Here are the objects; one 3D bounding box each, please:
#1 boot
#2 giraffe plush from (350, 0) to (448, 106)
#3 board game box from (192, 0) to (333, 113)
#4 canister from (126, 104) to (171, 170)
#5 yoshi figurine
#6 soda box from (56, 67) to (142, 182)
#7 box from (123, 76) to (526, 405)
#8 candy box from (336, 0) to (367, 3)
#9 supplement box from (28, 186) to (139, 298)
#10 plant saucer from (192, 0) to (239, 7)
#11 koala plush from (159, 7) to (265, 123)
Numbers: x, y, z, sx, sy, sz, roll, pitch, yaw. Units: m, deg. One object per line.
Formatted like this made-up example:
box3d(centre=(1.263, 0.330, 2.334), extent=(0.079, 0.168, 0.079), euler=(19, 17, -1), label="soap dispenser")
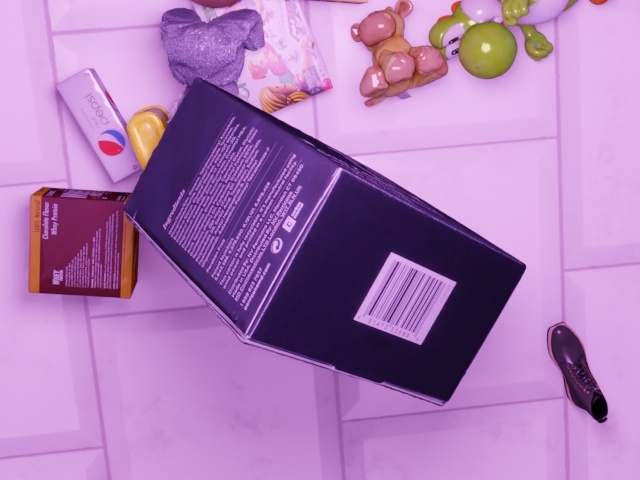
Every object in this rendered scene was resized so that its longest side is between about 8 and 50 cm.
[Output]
box3d(centre=(0.550, 0.276, 1.950), extent=(0.077, 0.137, 0.198), euler=(-26, 102, 0), label="boot")
box3d(centre=(0.135, -0.369, 1.773), extent=(0.181, 0.210, 0.170), euler=(-18, 86, -2), label="giraffe plush")
box3d(centre=(-0.120, -0.402, 1.796), extent=(0.193, 0.053, 0.305), euler=(-23, 102, 1), label="board game box")
box3d(centre=(-0.314, -0.191, 1.761), extent=(0.073, 0.170, 0.126), euler=(-21, 102, -1), label="canister")
box3d(centre=(0.392, -0.422, 1.772), extent=(0.362, 0.203, 0.203), euler=(-28, 109, 4), label="yoshi figurine")
box3d(centre=(-0.420, -0.223, 1.798), extent=(0.074, 0.069, 0.216), euler=(-29, 102, 2), label="soda box")
box3d(centre=(0.000, 0.000, 1.590), extent=(0.480, 0.472, 0.297), euler=(24, 98, -41), label="box")
box3d(centre=(-0.003, -0.505, 1.739), extent=(0.187, 0.053, 0.109), euler=(1, 100, -10), label="candy box")
box3d(centre=(-0.457, 0.001, 1.808), extent=(0.194, 0.129, 0.191), euler=(3, 101, -6), label="supplement box")
box3d(centre=(-0.195, -0.513, 1.700), extent=(0.168, 0.029, 0.168), euler=(-1, 92, -21), label="plant saucer")
box3d(centre=(-0.205, -0.298, 1.703), extent=(0.196, 0.203, 0.221), euler=(1, 116, 2), label="koala plush")
